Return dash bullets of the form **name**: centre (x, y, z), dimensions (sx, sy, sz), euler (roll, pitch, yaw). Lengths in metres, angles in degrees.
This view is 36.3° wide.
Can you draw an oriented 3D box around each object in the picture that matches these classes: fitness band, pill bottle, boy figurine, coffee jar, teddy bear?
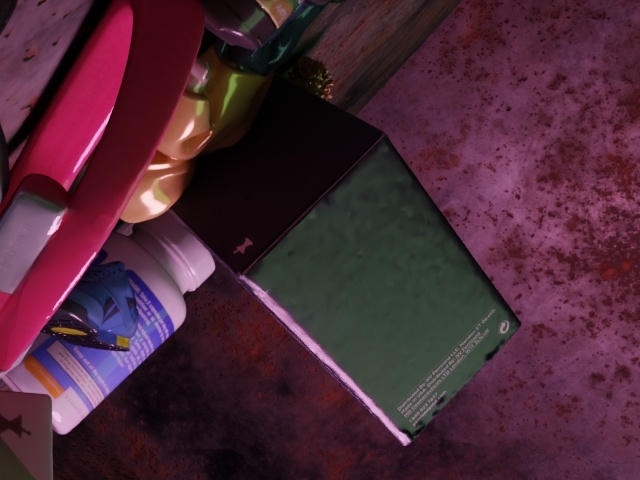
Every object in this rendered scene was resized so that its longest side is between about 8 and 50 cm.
- **fitness band**: centre (-0.162, -0.040, 0.611), dimensions (0.291, 0.054, 0.209), euler (-44, -154, 38)
- **pill bottle**: centre (-0.260, 0.087, 1.176), dimensions (0.272, 0.152, 0.152), euler (-44, 179, -22)
- **boy figurine**: centre (-0.093, -0.132, 0.839), dimensions (0.285, 0.092, 0.177), euler (-44, 179, 24)
- **coffee jar**: centre (-0.019, -0.217, 0.678), dimensions (0.184, 0.079, 0.096), euler (-46, -179, 3)
- **teddy bear**: centre (-0.075, -0.145, 1.297), dimensions (0.245, 0.113, 0.338), euler (-38, -171, 20)

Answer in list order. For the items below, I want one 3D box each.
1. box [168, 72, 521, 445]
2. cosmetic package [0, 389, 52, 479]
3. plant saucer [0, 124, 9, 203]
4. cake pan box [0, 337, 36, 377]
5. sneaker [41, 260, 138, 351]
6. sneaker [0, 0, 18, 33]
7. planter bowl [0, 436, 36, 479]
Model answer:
- **box**: centre (0.000, 0.000, 0.977), dimensions (0.183, 0.294, 0.296), euler (-46, -141, -5)
- **cosmetic package**: centre (-0.374, 0.313, 0.806), dimensions (0.453, 0.161, 0.230), euler (-44, -136, 41)
- **plant saucer**: centre (-0.256, 0.062, 0.512), dimensions (0.317, 0.044, 0.317), euler (-45, -161, 21)
- **cake pan box**: centre (-0.349, 0.105, 0.897), dimensions (0.267, 0.070, 0.246), euler (-46, 176, 42)
- **sneaker**: centre (-0.213, 0.050, 0.879), dimensions (0.209, 0.069, 0.082), euler (70, 28, -77)
- **sneaker**: centre (-0.141, -0.046, 0.195), dimensions (0.341, 0.140, 0.125), euler (-47, 154, -71)
- **planter bowl**: centre (-0.241, 0.156, 0.596), dimensions (0.109, 0.162, 0.162), euler (-40, 177, -21)
